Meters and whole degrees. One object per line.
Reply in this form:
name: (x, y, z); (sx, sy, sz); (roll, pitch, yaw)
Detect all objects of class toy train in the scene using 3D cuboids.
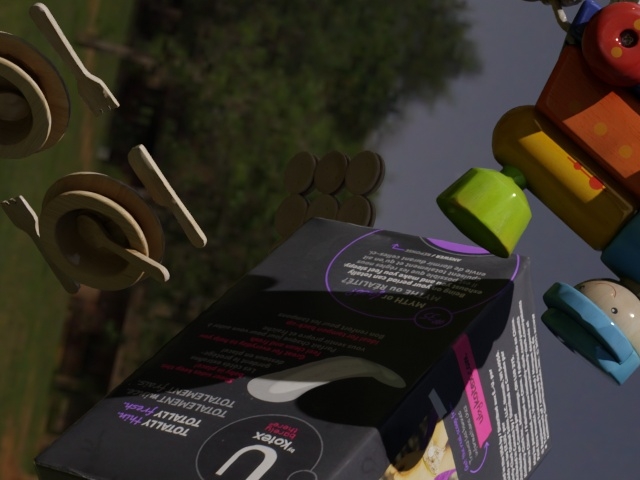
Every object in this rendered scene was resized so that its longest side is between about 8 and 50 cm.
toy train: (0.111, -0.054, 0.879); (0.143, 0.248, 0.105); (-46, 172, -7)

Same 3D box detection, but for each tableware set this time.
tableware set: (-0.171, -0.042, 1.083); (0.128, 0.194, 0.039); (-20, -155, 33)

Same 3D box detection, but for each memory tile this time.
memory tile: (0.000, 0.000, 1.369); (0.113, 0.012, 0.148); (0, -106, 48)

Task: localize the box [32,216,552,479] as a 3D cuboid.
box: (-0.003, 0.120, 0.979); (0.270, 0.165, 0.143); (-41, 131, -44)

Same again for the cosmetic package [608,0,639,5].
cosmetic package: (0.296, -0.180, 1.186); (0.184, 0.151, 0.151); (-63, 179, -76)
